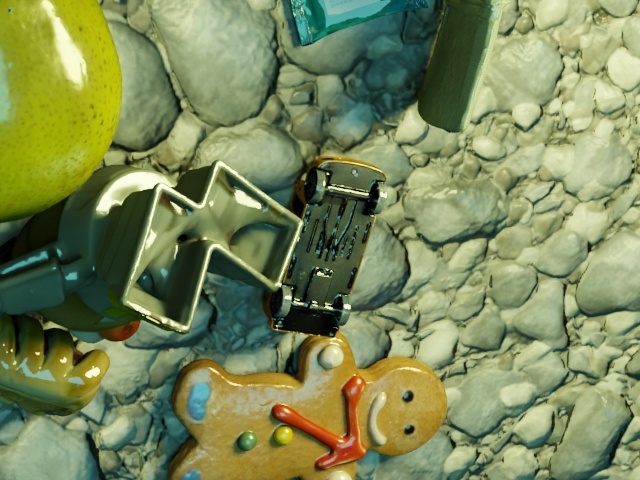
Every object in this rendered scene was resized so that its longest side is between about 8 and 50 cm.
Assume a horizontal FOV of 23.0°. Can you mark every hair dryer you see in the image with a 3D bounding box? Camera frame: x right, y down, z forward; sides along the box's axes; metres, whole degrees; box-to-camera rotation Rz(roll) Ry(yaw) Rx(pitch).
[{"bbox_3d":[-0.320,0.045,1.595,0.079,0.031,0.083,-41,131,-10],"label":"hair dryer"}]

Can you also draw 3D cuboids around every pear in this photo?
[{"bbox_3d":[-0.316,-0.146,1.391,0.294,0.294,0.294,-6,111,-16],"label":"pear"}]

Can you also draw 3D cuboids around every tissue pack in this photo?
[{"bbox_3d":[0.035,-0.256,1.598,0.138,0.028,0.085,-18,111,-6],"label":"tissue pack"}]

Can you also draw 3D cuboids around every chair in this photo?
[{"bbox_3d":[0.208,-0.270,1.578,0.186,0.160,0.319,0,106,-17],"label":"chair"}]

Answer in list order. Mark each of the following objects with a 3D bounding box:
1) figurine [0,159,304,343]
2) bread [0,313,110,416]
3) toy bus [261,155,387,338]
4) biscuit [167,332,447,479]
[{"bbox_3d":[-0.187,0.013,1.490,0.343,0.285,0.167,4,83,-45],"label":"figurine"},{"bbox_3d":[-0.321,0.108,1.562,0.225,0.134,0.081,26,66,-25],"label":"bread"},{"bbox_3d":[0.000,0.000,1.647,0.083,0.088,0.194,11,108,-22],"label":"toy bus"},{"bbox_3d":[-0.008,0.200,1.743,0.324,0.049,0.205,-4,110,-19],"label":"biscuit"}]
